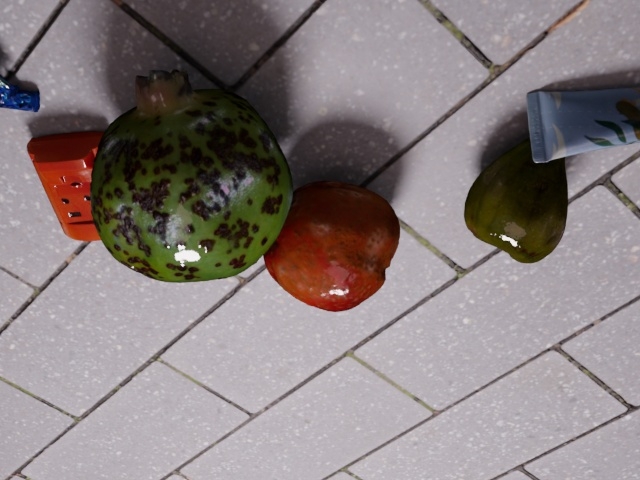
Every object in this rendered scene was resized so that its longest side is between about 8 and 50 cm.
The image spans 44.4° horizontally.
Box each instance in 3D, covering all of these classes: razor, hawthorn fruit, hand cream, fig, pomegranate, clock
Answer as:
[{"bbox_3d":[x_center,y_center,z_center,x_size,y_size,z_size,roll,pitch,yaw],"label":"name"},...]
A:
[{"bbox_3d":[-0.395,-0.289,0.911,0.093,0.056,0.324,9,129,-1],"label":"razor"},{"bbox_3d":[0.000,0.000,1.052,0.200,0.179,0.179,25,128,2],"label":"hawthorn fruit"},{"bbox_3d":[0.393,-0.151,0.956,0.272,0.091,0.058,-5,174,7],"label":"hand cream"},{"bbox_3d":[0.271,-0.066,1.026,0.133,0.184,0.126,27,168,13],"label":"fig"},{"bbox_3d":[-0.159,-0.081,0.951,0.254,0.254,0.270,-4,116,7],"label":"pomegranate"},{"bbox_3d":[-0.328,-0.070,1.084,0.113,0.061,0.155,-5,131,7],"label":"clock"}]
